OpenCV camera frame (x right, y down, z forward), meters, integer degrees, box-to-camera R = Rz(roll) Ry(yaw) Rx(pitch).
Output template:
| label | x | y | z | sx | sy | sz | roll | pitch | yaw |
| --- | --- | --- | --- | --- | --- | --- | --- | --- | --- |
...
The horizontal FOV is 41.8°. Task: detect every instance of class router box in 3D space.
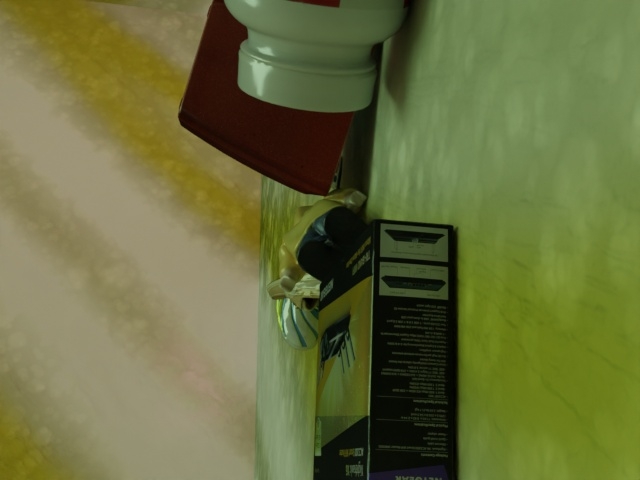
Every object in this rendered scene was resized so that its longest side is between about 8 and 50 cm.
| label | x | y | z | sx | sy | sz | roll | pitch | yaw |
| --- | --- | --- | --- | --- | --- | --- | --- | --- | --- |
| router box | 0.056 | 0.135 | 0.870 | 0.309 | 0.081 | 0.243 | 122 | 152 | -72 |

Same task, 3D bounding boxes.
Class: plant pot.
| label | x | y | z | sx | sy | sz | roll | pitch | yaw |
| --- | --- | --- | --- | --- | --- | --- | --- | --- | --- |
| plant pot | -0.078 | -0.229 | 1.269 | 0.267 | 0.236 | 0.267 | -155 | 82 | -80 |

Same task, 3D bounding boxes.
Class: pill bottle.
| label | x | y | z | sx | sy | sz | roll | pitch | yaw |
| --- | --- | --- | --- | --- | --- | --- | --- | --- | --- |
| pill bottle | 0.006 | -0.370 | 0.978 | 0.229 | 0.229 | 0.407 | -103 | 19 | -64 |

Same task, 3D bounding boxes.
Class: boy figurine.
| label | x | y | z | sx | sy | sz | roll | pitch | yaw |
| --- | --- | --- | --- | --- | --- | --- | --- | --- | --- |
| boy figurine | 0.000 | 0.000 | 1.215 | 0.177 | 0.092 | 0.285 | -52 | 8 | -1 |

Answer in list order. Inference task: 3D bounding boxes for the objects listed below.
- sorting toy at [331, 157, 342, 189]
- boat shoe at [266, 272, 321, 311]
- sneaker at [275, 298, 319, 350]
| label | x | y | z | sx | sy | sz | roll | pitch | yaw |
| --- | --- | --- | --- | --- | --- | --- | --- | --- | --- |
| sorting toy | 0.023 | -0.120 | 1.459 | 0.083 | 0.012 | 0.062 | -132 | 47 | -78 |
| boat shoe | -0.022 | 0.082 | 1.316 | 0.170 | 0.063 | 0.059 | -16 | 79 | 47 |
| sneaker | -0.021 | 0.057 | 1.401 | 0.126 | 0.091 | 0.240 | 117 | 157 | -67 |
